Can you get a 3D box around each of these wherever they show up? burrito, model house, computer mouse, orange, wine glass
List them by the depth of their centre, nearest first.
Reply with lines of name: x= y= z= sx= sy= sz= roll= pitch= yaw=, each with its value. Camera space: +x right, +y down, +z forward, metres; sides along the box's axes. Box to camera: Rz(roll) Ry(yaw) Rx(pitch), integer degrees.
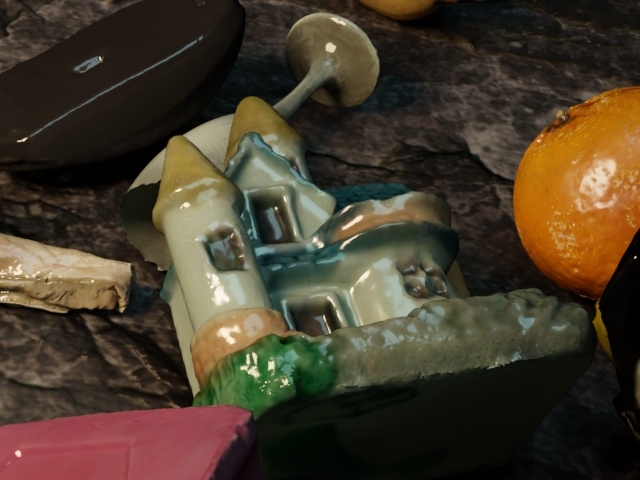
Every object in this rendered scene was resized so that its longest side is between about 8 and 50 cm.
model house: x=0.000 y=0.000 z=1.077 sx=0.267 sy=0.194 sz=0.325 roll=-6 pitch=57 yaw=-23
burrito: x=-0.214 y=0.027 z=1.151 sx=0.149 sy=0.041 sz=0.055 roll=7 pitch=53 yaw=-9
orange: x=0.252 y=-0.044 z=1.262 sx=0.161 sy=0.193 sz=0.193 roll=58 pitch=40 yaw=-15
wine glass: x=0.020 y=-0.057 z=1.271 sx=0.264 sy=0.096 sz=0.309 roll=22 pitch=40 yaw=15
computer mouse: x=-0.177 y=-0.124 z=1.298 sx=0.270 sy=0.086 sz=0.137 roll=-31 pitch=37 yaw=-20

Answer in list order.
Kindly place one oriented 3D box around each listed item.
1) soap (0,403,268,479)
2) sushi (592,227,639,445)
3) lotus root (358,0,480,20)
soap: x=-0.169 y=0.247 z=0.769 sx=0.233 sy=0.128 sz=0.359 roll=-10 pitch=29 yaw=28
sushi: x=0.339 y=0.058 z=1.036 sx=0.329 sy=0.328 sz=0.285 roll=31 pitch=3 yaw=-6
lotus root: x=0.080 y=-0.291 z=1.558 sx=0.221 sy=0.125 sz=0.118 roll=32 pitch=2 yaw=24
